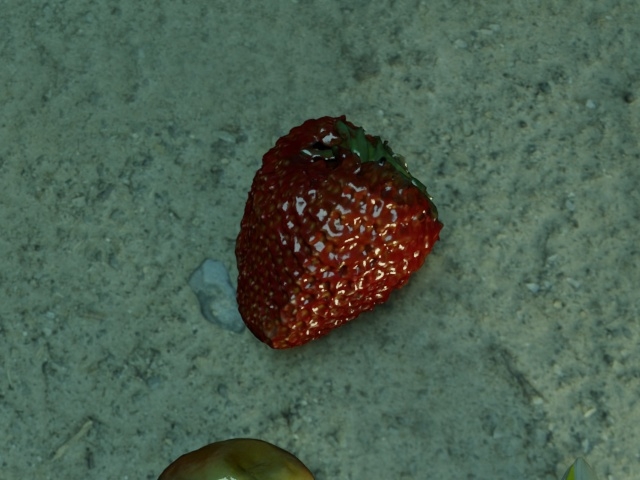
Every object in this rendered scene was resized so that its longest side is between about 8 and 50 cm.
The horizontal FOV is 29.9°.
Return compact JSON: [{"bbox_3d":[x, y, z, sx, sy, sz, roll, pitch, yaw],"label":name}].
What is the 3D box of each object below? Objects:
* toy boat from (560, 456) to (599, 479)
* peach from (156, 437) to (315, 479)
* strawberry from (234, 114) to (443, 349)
[{"bbox_3d":[0.352,0.435,1.605,0.140,0.141,0.269,-18,65,0],"label":"toy boat"},{"bbox_3d":[-0.110,0.376,1.657,0.235,0.214,0.214,-19,66,-20],"label":"peach"},{"bbox_3d":[0.000,0.000,1.780,0.351,0.267,0.312,-57,41,15],"label":"strawberry"}]
